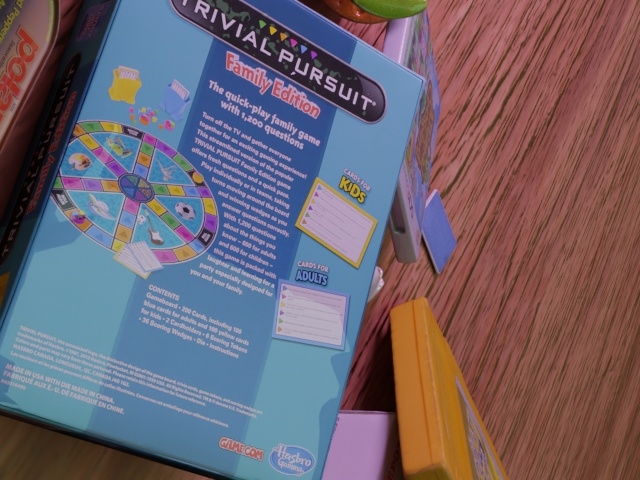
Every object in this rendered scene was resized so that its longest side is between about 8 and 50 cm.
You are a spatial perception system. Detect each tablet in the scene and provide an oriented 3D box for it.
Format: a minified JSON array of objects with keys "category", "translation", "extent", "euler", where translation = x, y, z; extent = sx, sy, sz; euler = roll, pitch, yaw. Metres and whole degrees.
[{"category":"tablet","translation":[0.129,-0.009,1.148],"extent":[0.054,0.006,0.083],"euler":[-54,133,-37]}]

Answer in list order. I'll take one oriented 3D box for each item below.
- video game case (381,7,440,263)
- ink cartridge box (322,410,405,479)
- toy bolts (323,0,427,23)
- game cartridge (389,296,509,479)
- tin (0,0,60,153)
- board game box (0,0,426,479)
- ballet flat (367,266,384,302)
[{"category":"video game case","translation":[0.084,-0.118,0.979],"extent":[0.193,0.023,0.212],"euler":[72,24,-52]},{"category":"ink cartridge box","translation":[0.048,0.283,0.969],"extent":[0.212,0.093,0.154],"euler":[60,37,-35]},{"category":"toy bolts","translation":[-0.001,-0.310,0.869],"extent":[0.218,0.158,0.228],"euler":[9,97,-15]},{"category":"game cartridge","translation":[0.149,0.246,1.023],"extent":[0.285,0.053,0.323],"euler":[-89,158,-61]},{"category":"tin","translation":[-0.222,-0.107,0.612],"extent":[0.106,0.040,0.189],"euler":[42,59,-44]},{"category":"board game box","translation":[-0.078,-0.015,0.719],"extent":[0.254,0.079,0.336],"euler":[26,70,-31]},{"category":"ballet flat","translation":[0.000,0.000,0.886],"extent":[0.095,0.096,0.280],"euler":[-17,107,-54]}]
